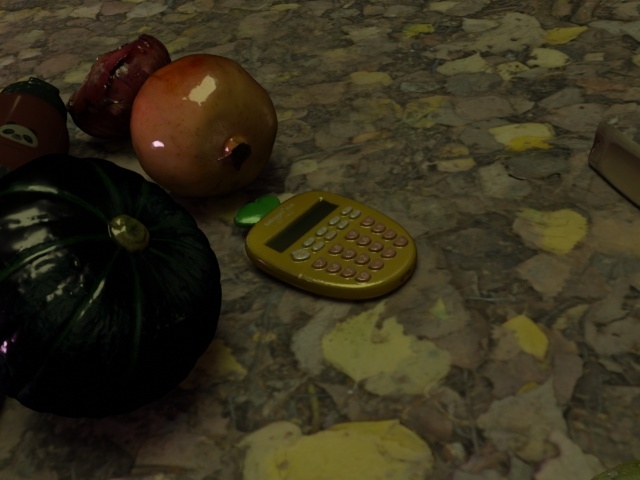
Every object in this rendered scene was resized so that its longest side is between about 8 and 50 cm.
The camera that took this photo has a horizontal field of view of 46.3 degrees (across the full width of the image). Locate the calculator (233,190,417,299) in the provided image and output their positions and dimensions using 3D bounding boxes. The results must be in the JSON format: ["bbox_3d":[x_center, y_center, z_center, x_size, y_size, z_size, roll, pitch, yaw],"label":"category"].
[{"bbox_3d":[0.000,0.000,0.853,0.234,0.032,0.146,23,48,34],"label":"calculator"}]

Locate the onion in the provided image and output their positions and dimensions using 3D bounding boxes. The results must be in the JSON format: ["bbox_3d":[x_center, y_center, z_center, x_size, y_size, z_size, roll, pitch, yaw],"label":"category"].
[{"bbox_3d":[-0.284,-0.218,1.131,0.184,0.147,0.184,-48,14,16],"label":"onion"}]

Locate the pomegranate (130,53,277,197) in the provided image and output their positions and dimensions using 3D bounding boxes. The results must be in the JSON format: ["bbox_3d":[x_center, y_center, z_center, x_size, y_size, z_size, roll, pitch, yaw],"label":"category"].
[{"bbox_3d":[-0.147,-0.141,0.959,0.191,0.191,0.191,-7,37,5],"label":"pomegranate"}]

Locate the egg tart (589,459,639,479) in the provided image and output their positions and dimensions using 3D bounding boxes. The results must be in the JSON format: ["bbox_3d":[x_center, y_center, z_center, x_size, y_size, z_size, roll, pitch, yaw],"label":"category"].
[{"bbox_3d":[0.229,0.233,0.455,0.197,0.078,0.197,-6,39,5],"label":"egg tart"}]

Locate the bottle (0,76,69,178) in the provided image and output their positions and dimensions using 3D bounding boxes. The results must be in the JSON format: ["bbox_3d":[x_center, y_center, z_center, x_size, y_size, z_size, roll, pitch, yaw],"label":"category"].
[{"bbox_3d":[-0.414,-0.112,1.011,0.143,0.144,0.336,-10,35,0],"label":"bottle"}]

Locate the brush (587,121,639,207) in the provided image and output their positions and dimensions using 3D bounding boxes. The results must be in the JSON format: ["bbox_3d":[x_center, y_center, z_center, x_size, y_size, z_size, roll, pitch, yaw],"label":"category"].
[{"bbox_3d":[0.393,-0.035,0.787,0.050,0.060,0.321,-7,35,-17],"label":"brush"}]

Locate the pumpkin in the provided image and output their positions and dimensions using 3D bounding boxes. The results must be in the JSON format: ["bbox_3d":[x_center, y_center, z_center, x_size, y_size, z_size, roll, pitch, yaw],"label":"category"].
[{"bbox_3d":[-0.228,0.058,0.705,0.248,0.248,0.248,-7,37,5],"label":"pumpkin"}]
